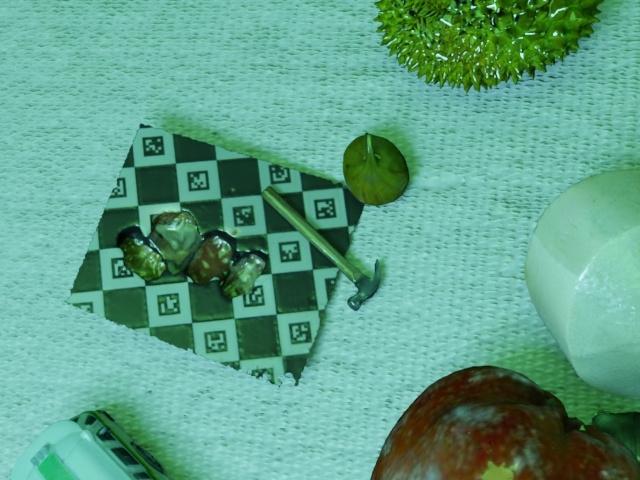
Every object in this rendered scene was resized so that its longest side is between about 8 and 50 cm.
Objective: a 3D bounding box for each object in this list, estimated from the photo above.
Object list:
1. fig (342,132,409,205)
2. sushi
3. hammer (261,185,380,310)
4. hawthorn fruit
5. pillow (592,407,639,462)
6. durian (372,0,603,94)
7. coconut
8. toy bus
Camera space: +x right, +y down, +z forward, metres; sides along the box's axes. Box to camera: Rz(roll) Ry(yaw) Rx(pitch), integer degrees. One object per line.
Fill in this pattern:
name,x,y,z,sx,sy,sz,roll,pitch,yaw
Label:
fig,0.063,-0.083,1.420,0.082,0.098,0.084,6,90,11
sushi,-0.121,0.019,1.444,0.290,0.050,0.264,19,70,1
hammer,0.000,0.000,1.429,0.062,0.017,0.182,-42,79,-18
hawthorn fruit,0.187,0.268,1.223,0.284,0.284,0.284,-3,75,11
pillow,0.342,0.244,1.294,0.091,0.055,0.135,-16,66,41
durian,0.197,-0.303,1.384,0.291,0.224,0.291,-2,81,13
coconut,0.331,0.048,1.255,0.241,0.241,0.241,-3,75,11
toy bus,-0.215,0.312,1.336,0.276,0.165,0.133,41,85,18
